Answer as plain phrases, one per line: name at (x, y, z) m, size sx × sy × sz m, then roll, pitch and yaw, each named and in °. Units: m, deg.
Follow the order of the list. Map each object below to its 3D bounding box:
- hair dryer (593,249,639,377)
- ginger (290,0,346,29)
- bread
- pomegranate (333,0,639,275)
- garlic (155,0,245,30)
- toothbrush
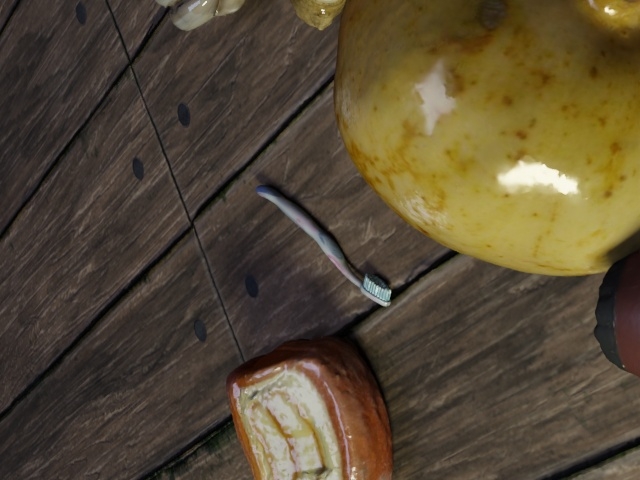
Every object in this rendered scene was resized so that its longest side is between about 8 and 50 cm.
hair dryer at (0.351, 0.163, 1.044) m, size 0.312 × 0.123 × 0.341 m, roll 6°, pitch 108°, yaw 30°
ginger at (-0.010, -0.284, 1.599) m, size 0.165 × 0.067 × 0.096 m, roll -137°, pitch 45°, yaw -58°
bread at (-0.004, 0.230, 1.687) m, size 0.190 × 0.123 × 0.244 m, roll -27°, pitch 82°, yaw 34°
pomegranate at (0.174, -0.142, 1.143) m, size 0.342 × 0.342 × 0.343 m, roll 23°, pitch 119°, yaw 50°
garlic at (-0.122, -0.309, 1.695) m, size 0.194 × 0.127 × 0.131 m, roll 6°, pitch 100°, yaw 56°
toothbrush at (0.000, 0.000, 1.711) m, size 0.269 × 0.021 × 0.027 m, roll 41°, pitch 119°, yaw 41°
